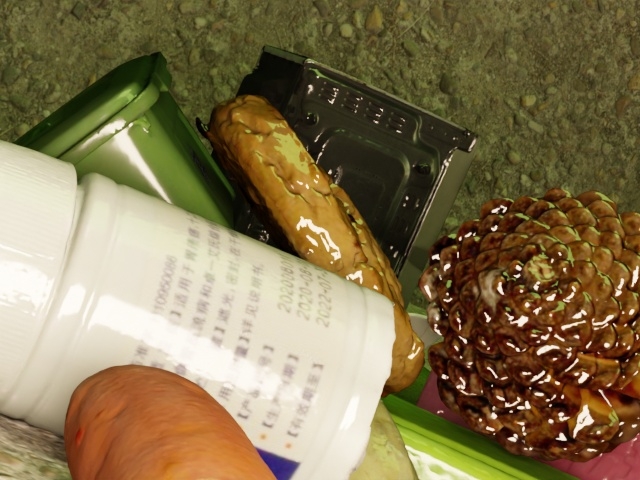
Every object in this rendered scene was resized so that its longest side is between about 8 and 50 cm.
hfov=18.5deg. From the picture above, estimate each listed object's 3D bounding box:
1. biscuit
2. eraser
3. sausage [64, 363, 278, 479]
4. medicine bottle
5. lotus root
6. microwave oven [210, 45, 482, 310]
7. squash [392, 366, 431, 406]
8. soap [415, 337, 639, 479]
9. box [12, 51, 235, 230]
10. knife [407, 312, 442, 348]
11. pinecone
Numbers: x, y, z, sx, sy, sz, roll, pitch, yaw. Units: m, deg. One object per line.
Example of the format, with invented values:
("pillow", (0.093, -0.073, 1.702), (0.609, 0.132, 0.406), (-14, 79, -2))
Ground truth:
("biscuit", (0.001, -0.001, 1.675), (0.296, 0.075, 0.296), (56, -4, 5))
("eraser", (0.117, 0.214, 1.735), (0.274, 0.092, 0.210), (25, 3, -3))
("sausage", (-0.090, 0.144, 1.196), (0.113, 0.114, 0.259), (23, 5, -19))
("medicine bottle", (-0.129, 0.067, 1.450), (0.332, 0.190, 0.190), (23, 3, -15))
("lotus root", (0.035, 0.184, 1.546), (0.183, 0.077, 0.090), (-116, -178, -51))
("microwave oven", (-0.004, -0.025, 2.414), (0.286, 0.355, 0.218), (23, 3, -20))
("squash", (0.029, 0.148, 2.240), (0.292, 0.082, 0.082), (21, 4, -28))
("soap", (0.278, 0.193, 1.948), (0.359, 0.233, 0.128), (25, 5, 27))
("box", (-0.198, -0.018, 1.672), (0.178, 0.252, 0.329), (55, 5, -9))
("knife", (0.095, 0.094, 1.936), (0.081, 0.336, 0.043), (34, 32, -40))
("pinecone", (0.218, 0.086, 1.763), (0.246, 0.246, 0.292), (25, -12, 21))
